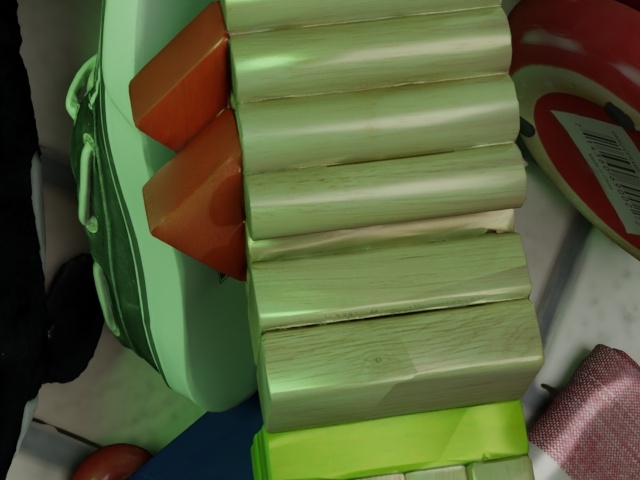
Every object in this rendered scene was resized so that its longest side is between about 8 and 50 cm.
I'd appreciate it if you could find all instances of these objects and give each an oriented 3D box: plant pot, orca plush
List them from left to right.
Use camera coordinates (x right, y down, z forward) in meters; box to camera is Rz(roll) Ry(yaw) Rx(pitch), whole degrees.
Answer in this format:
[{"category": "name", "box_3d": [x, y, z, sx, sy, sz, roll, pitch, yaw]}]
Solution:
[{"category": "orca plush", "box_3d": [-0.122, -0.008, 0.626, 0.151, 0.102, 0.287, 25, 82, -27]}, {"category": "plant pot", "box_3d": [0.186, -0.080, 0.735, 0.174, 0.191, 0.191, -46, 113, -14]}]

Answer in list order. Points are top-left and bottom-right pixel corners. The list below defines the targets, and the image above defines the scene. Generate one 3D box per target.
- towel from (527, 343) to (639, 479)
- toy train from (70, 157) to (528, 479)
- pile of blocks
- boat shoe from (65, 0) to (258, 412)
[{"category": "towel", "box_3d": [0.103, 0.244, 0.803, 0.237, 0.037, 0.329, 47, 73, -22]}, {"category": "toy train", "box_3d": [0.028, 0.095, 0.720, 0.248, 0.105, 0.143, -39, 121, -20]}, {"category": "pile of blocks", "box_3d": [0.000, 0.000, 0.563, 0.112, 0.149, 0.362, -7, 103, -7]}, {"category": "boat shoe", "box_3d": [-0.058, -0.035, 0.618, 0.077, 0.070, 0.219, -35, 139, -38]}]
